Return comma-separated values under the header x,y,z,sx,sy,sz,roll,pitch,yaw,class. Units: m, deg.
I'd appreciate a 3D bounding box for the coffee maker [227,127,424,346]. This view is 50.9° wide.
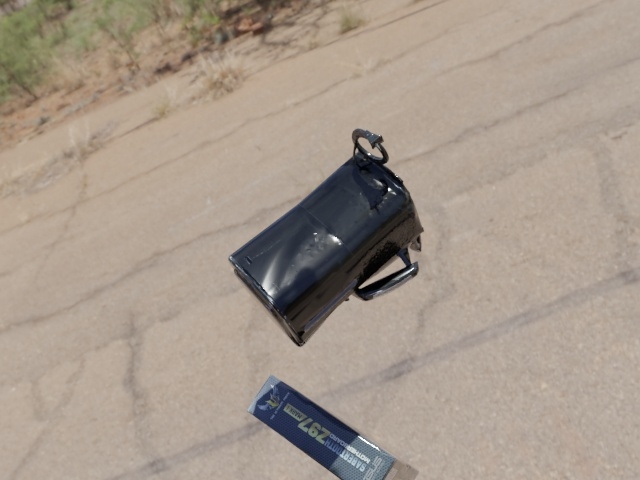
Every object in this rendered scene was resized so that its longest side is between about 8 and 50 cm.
x,y,z,sx,sy,sz,roll,pitch,yaw,class
0.000,0.000,0.681,0.178,0.171,0.120,-40,35,-13,coffee maker

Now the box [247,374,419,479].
x,y,z,sx,sy,sz,roll,pitch,yaw,class
0.024,0.263,0.872,0.183,0.233,0.059,30,78,23,box
